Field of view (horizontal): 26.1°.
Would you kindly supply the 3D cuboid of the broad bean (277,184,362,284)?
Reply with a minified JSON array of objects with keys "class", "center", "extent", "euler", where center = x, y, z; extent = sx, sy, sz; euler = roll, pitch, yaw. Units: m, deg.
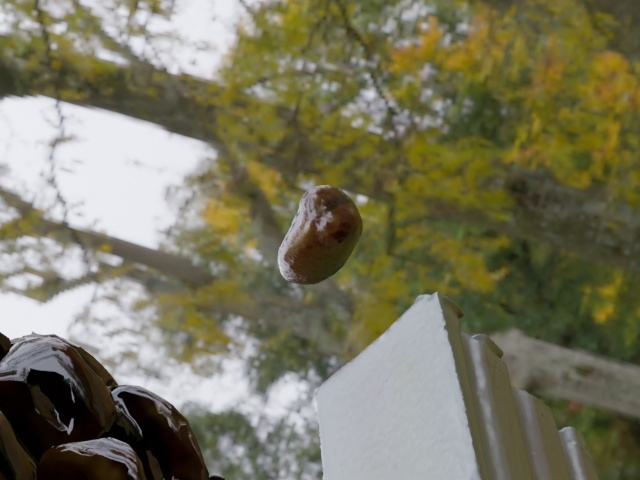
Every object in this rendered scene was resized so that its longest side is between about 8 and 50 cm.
[{"class":"broad bean","center":[0.000,0.000,1.738],"extent":[0.114,0.084,0.165],"euler":[-11,-31,-32]}]

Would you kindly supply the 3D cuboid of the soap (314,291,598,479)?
[{"class":"soap","center":[0.171,0.328,1.487],"extent":[0.350,0.213,0.435],"euler":[47,-160,-29]}]

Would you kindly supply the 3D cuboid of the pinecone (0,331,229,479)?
[{"class":"pinecone","center":[-0.129,0.129,0.464],"extent":[0.272,0.224,0.224],"euler":[56,-128,-65]}]
